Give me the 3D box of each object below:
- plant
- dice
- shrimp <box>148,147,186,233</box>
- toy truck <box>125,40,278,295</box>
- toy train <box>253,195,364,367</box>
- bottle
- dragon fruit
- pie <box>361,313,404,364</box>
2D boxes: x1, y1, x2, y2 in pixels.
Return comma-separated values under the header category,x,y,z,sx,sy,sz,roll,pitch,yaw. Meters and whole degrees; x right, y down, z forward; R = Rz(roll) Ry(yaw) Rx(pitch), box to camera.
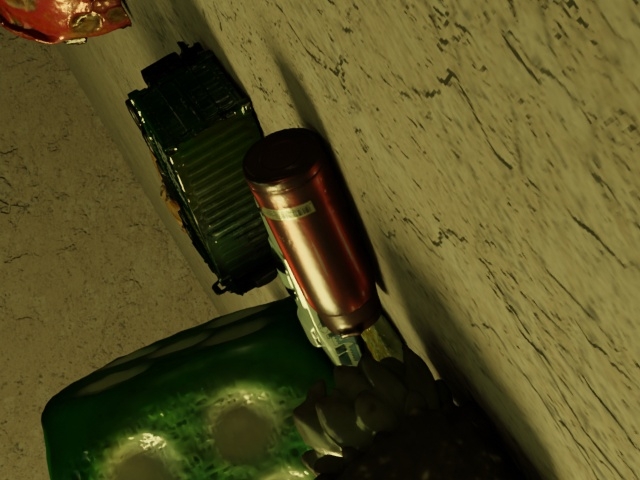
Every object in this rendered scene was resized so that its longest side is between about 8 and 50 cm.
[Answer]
category,x,y,z,sx,sy,sz,roll,pitch,yaw
plant,0.065,0.171,0.810,0.194,0.129,0.132,50,168,33
dice,-0.085,0.235,1.203,0.300,0.287,0.297,-98,-15,-86
shrimp,-0.193,-0.089,1.604,0.164,0.062,0.317,62,174,-2
toy truck,-0.091,-0.051,1.081,0.121,0.088,0.259,53,168,36
toy train,-0.004,0.040,1.030,0.043,0.047,0.207,51,167,49
bottle,0.000,0.000,0.841,0.060,0.060,0.164,49,167,49
dragon fruit,-0.336,-0.343,1.313,0.262,0.134,0.211,55,167,23
pie,0.048,0.079,0.959,0.085,0.017,0.085,58,171,15
